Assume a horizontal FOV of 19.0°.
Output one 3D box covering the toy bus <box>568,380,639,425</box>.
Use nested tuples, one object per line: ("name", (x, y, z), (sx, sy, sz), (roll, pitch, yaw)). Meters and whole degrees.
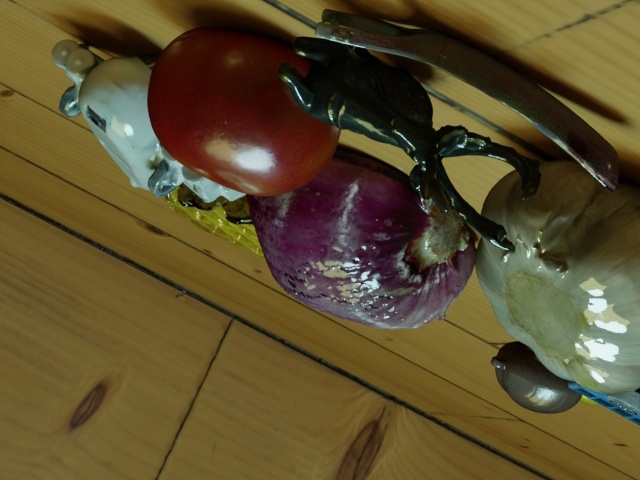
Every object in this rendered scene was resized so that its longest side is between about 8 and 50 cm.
("toy bus", (0.413, 0.173, 2.182), (0.234, 0.116, 0.133), (28, 170, -5))

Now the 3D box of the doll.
("doll", (0.313, 0.175, 2.523), (0.188, 0.096, 0.145), (2, -158, -38))

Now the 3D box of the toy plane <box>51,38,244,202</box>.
("toy plane", (-0.186, -0.127, 2.092), (0.267, 0.122, 0.267), (42, 176, 4))

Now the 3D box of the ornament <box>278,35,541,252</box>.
("ornament", (0.095, -0.076, 1.587), (0.236, 0.080, 0.202), (35, -171, 29))

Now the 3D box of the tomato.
("tomato", (-0.075, -0.120, 1.823), (0.195, 0.136, 0.195), (24, 170, 4))

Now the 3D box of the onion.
("onion", (0.000, 0.000, 2.185), (0.349, 0.159, 0.267), (15, 162, 42))

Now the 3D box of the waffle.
("waffle", (-0.063, -0.011, 2.545), (0.307, 0.060, 0.312), (27, 170, -17))

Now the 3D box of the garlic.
("garlic", (0.242, 0.025, 1.734), (0.228, 0.152, 0.228), (41, 151, 29))

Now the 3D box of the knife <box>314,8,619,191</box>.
("knife", (0.126, -0.122, 1.540), (0.278, 0.053, 0.123), (27, -163, -3))
